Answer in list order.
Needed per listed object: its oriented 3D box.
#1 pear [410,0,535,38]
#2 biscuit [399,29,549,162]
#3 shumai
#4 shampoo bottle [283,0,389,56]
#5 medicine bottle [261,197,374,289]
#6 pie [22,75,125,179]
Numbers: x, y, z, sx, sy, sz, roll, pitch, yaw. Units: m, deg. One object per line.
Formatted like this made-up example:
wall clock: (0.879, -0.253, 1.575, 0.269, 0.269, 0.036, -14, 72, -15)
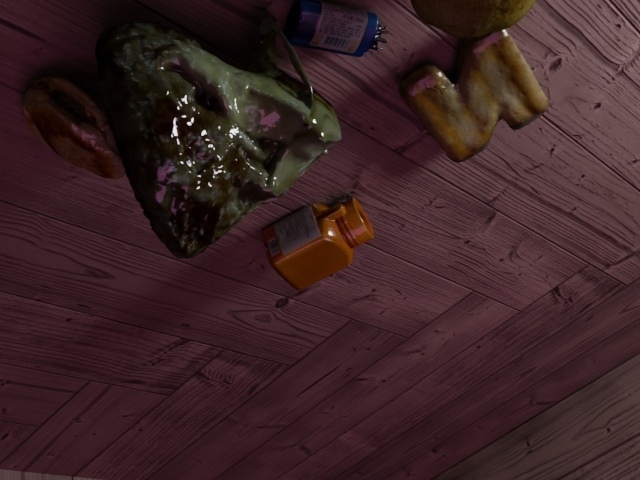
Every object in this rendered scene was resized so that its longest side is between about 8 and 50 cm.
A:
pear: (0.248, -0.437, 1.262, 0.228, 0.188, 0.211, -15, 151, -5)
biscuit: (0.306, -0.285, 1.589, 0.236, 0.062, 0.290, -32, 141, 19)
shumai: (-0.145, -0.177, 1.291, 0.348, 0.395, 0.395, -14, 143, -4)
shampoo bottle: (0.033, -0.363, 1.380, 0.182, 0.050, 0.087, 4, 135, -27)
medicine bottle: (0.000, -0.001, 1.776, 0.222, 0.112, 0.149, -28, 142, 11)
pie: (-0.407, -0.178, 1.326, 0.084, 0.205, 0.179, -49, 159, -27)
